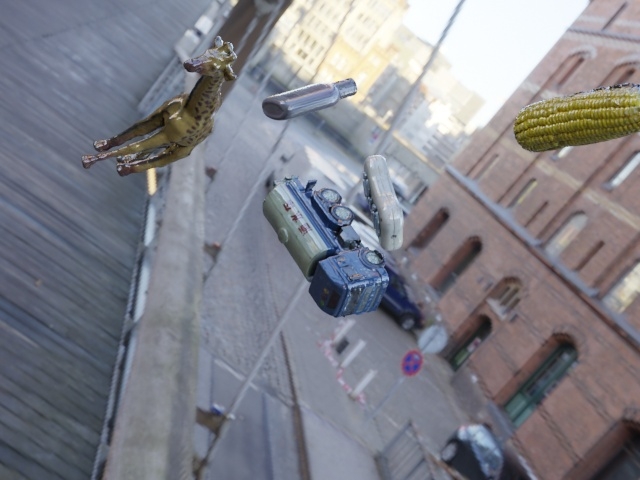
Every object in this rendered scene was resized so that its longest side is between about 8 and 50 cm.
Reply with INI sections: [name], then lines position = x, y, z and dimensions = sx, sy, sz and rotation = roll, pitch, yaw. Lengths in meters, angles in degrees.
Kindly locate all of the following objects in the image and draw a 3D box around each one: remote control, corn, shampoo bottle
[remote control]
position = 0.078, -0.048, 1.031
dimensions = 0.074, 0.032, 0.122
rotation = 86, -8, -48
[corn]
position = 0.330, -0.153, 1.029
dimensions = 0.072, 0.072, 0.203
rotation = 34, -20, -27
[shampoo bottle]
position = -0.012, -0.234, 1.343
dimensions = 0.165, 0.040, 0.080
rotation = -22, 24, -32

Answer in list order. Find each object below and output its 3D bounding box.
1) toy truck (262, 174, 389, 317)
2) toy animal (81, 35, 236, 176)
[toy truck]
position = 0.000, 0.000, 0.986
dimensions = 0.088, 0.074, 0.202
rotation = -10, 50, -32
[toy animal]
position = -0.155, -0.135, 0.886
dimensions = 0.149, 0.275, 0.054
rotation = -10, 78, -50
